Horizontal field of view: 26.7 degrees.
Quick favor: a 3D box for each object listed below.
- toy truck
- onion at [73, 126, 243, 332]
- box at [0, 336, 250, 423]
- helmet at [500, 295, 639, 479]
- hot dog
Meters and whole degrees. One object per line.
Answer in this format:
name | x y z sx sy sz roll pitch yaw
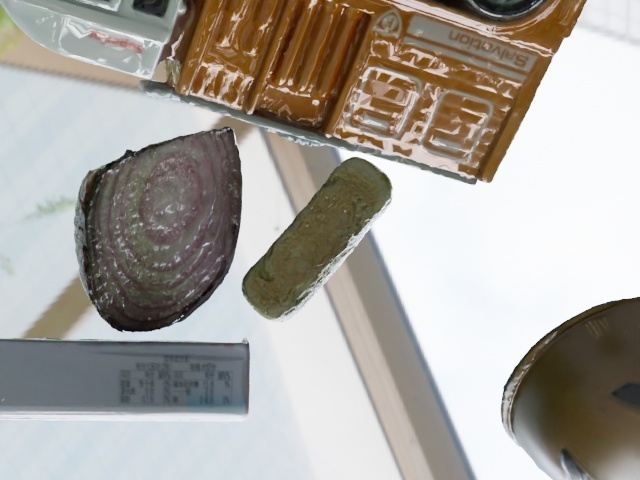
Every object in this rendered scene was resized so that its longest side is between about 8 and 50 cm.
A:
toy truck | -0.029 -0.179 0.922 0.387 0.207 0.173 15 -158 -16
onion | -0.219 -0.017 1.678 0.111 0.247 0.250 20 -153 38
box | -0.276 0.171 1.687 0.369 0.190 0.112 3 -97 -8
helmet | 0.251 0.128 0.990 0.224 0.198 0.130 6 -144 -44
hot dog | 0.000 0.000 1.721 0.084 0.073 0.242 42 -79 14
